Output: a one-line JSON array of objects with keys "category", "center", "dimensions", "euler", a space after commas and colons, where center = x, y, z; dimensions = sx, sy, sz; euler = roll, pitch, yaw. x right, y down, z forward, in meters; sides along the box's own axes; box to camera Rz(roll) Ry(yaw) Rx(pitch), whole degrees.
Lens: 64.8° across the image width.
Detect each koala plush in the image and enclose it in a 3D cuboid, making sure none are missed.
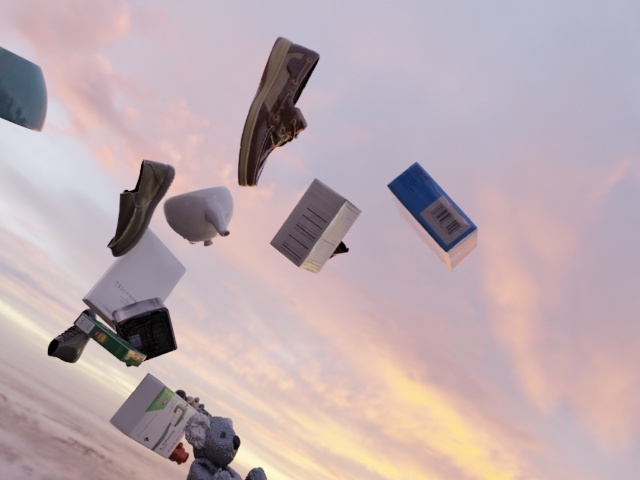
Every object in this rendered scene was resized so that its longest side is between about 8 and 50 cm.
[{"category": "koala plush", "center": [-0.263, 0.541, 1.245], "dimensions": [0.203, 0.221, 0.196], "euler": [-21, -26, 19]}]

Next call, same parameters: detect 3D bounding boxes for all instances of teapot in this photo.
[{"category": "teapot", "center": [-0.404, -0.071, 1.710], "dimensions": [0.252, 0.187, 0.256], "euler": [-12, 5, 10]}]

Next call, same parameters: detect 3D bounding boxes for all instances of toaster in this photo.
[{"category": "toaster", "center": [-0.560, 0.281, 1.593], "dimensions": [0.110, 0.168, 0.186], "euler": [30, -48, 54]}]

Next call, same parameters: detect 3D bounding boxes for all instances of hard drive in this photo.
[{"category": "hard drive", "center": [-0.647, 0.154, 1.794], "dimensions": [0.047, 0.353, 0.233], "euler": [-12, -54, 35]}]

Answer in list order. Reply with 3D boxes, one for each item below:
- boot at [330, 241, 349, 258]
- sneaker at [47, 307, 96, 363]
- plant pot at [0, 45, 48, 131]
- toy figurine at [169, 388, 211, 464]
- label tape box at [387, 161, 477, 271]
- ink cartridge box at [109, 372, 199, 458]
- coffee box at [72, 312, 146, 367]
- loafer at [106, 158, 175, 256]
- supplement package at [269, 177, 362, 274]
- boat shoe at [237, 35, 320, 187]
[{"category": "boot", "center": [0.000, 0.000, 1.893], "dimensions": [0.197, 0.077, 0.137], "euler": [33, -35, -33]}, {"category": "sneaker", "center": [-0.962, 0.360, 1.962], "dimensions": [0.083, 0.222, 0.118], "euler": [5, -22, 26]}, {"category": "plant pot", "center": [-1.005, -0.503, 1.610], "dimensions": [0.290, 0.196, 0.290], "euler": [26, 3, -2]}, {"category": "toy figurine", "center": [-0.492, 0.631, 1.740], "dimensions": [0.148, 0.209, 0.213], "euler": [50, -18, -23]}, {"category": "label tape box", "center": [0.334, -0.053, 1.471], "dimensions": [0.249, 0.115, 0.347], "euler": [52, 6, 20]}, {"category": "ink cartridge box", "center": [-0.468, 0.507, 1.448], "dimensions": [0.092, 0.160, 0.219], "euler": [20, -28, 31]}, {"category": "coffee box", "center": [-0.570, 0.271, 1.366], "dimensions": [0.184, 0.040, 0.113], "euler": [31, -17, 15]}, {"category": "loafer", "center": [-0.436, -0.081, 1.178], "dimensions": [0.087, 0.251, 0.094], "euler": [31, -9, -32]}, {"category": "supplement package", "center": [-0.013, -0.040, 1.529], "dimensions": [0.133, 0.244, 0.139], "euler": [37, 4, 28]}, {"category": "boat shoe", "center": [-0.087, -0.269, 1.102], "dimensions": [0.123, 0.342, 0.123], "euler": [18, -8, -3]}]
